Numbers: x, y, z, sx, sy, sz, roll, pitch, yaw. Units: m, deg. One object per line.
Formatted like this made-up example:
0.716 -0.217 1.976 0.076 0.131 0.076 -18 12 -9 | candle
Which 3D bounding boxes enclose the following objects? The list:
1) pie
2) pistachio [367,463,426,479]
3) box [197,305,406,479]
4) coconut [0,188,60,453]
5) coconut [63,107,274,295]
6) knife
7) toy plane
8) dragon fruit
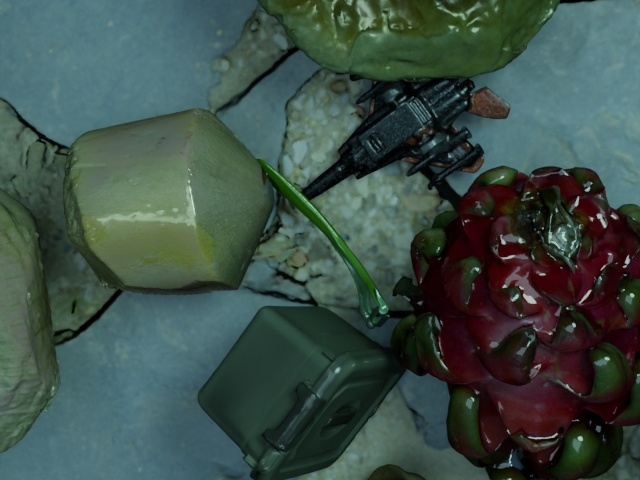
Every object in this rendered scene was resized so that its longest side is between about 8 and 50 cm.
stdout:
0.070 -0.254 1.137 0.306 0.071 0.306 0 90 -15 | pie
0.063 0.286 1.234 0.129 0.131 0.206 -18 89 -35 | pistachio
-0.017 0.112 1.200 0.093 0.172 0.124 39 100 18 | box
-0.353 0.070 1.183 0.297 0.254 0.297 0 100 -1 | coconut
-0.112 -0.029 1.202 0.152 0.147 0.147 -6 96 10 | coconut
0.002 -0.001 1.224 0.022 0.078 0.166 -35 83 -18 | knife
0.051 -0.081 1.212 0.189 0.061 0.130 -36 92 11 | toy plane
0.165 0.077 1.149 0.218 0.198 0.273 -17 95 2 | dragon fruit
